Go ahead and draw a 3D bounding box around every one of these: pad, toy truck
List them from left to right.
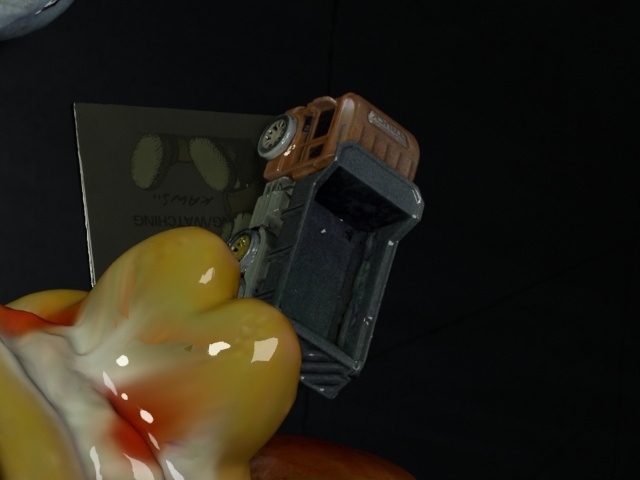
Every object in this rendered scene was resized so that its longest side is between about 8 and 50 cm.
[{"bbox_3d":[-0.071,-0.022,1.135,0.190,0.004,0.127,0,78,-41],"label":"pad"},{"bbox_3d":[0.000,0.000,1.125,0.083,0.092,0.192,34,57,-29],"label":"toy truck"}]

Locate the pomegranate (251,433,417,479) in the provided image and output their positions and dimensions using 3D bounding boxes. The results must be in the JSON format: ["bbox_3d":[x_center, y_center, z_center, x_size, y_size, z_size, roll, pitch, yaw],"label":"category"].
[{"bbox_3d":[-0.009,0.208,0.992,0.209,0.209,0.209,13,69,-38],"label":"pomegranate"}]

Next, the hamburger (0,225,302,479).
[{"bbox_3d":[-0.138,0.128,0.839,0.186,0.261,0.303,-6,125,-40],"label":"hamburger"}]

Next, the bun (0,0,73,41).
[{"bbox_3d":[-0.200,-0.178,1.018,0.141,0.083,0.141,3,84,-36],"label":"bun"}]
